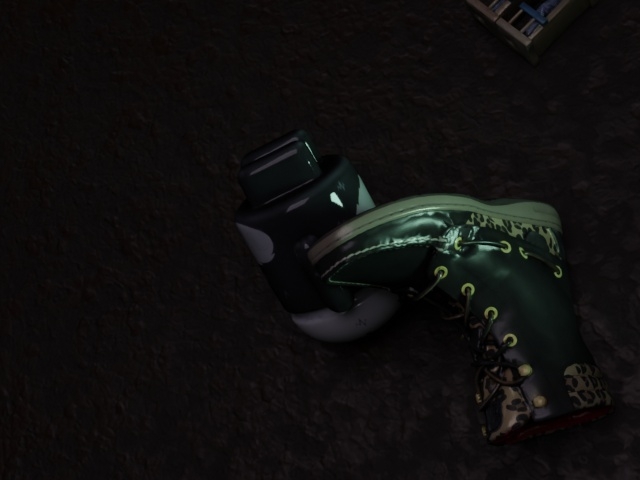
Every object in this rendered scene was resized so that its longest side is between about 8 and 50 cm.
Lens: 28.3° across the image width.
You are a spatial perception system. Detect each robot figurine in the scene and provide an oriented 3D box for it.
[{"bbox_3d":[0.002,-0.002,1.634,0.174,0.278,0.209,-11,24,46],"label":"robot figurine"}]

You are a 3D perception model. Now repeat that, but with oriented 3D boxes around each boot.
[{"bbox_3d":[0.181,0.097,1.507,0.138,0.377,0.284,-38,62,45],"label":"boot"}]

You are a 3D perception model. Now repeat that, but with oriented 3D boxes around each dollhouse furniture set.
[{"bbox_3d":[0.271,-0.355,1.706,0.129,0.184,0.129,-46,62,0],"label":"dollhouse furniture set"}]
